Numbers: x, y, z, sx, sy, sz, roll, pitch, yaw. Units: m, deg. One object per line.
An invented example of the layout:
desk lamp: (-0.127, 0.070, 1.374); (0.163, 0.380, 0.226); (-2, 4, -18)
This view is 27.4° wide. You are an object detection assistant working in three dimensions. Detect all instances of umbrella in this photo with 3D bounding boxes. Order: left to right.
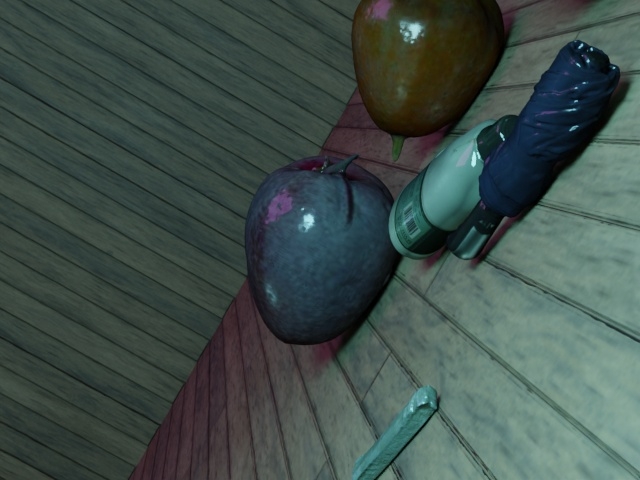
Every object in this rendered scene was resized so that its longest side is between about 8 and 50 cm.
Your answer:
umbrella: (0.175, -0.062, 1.105); (0.071, 0.071, 0.248); (-68, 4, -51)

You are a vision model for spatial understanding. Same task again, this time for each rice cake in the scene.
rice cake: (0.061, 0.163, 1.090); (0.121, 0.021, 0.022); (-54, 19, 37)

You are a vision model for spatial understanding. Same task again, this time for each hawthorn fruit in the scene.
hawthorn fruit: (0.124, -0.219, 1.668); (0.199, 0.199, 0.251); (-77, 2, -68)

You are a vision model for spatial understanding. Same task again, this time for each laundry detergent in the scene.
laundry detergent: (0.138, -0.060, 1.266); (0.099, 0.070, 0.226); (-56, 3, -28)

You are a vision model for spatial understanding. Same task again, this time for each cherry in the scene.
cherry: (0.000, 0.000, 1.549); (0.213, 0.183, 0.266); (-37, -32, -70)
